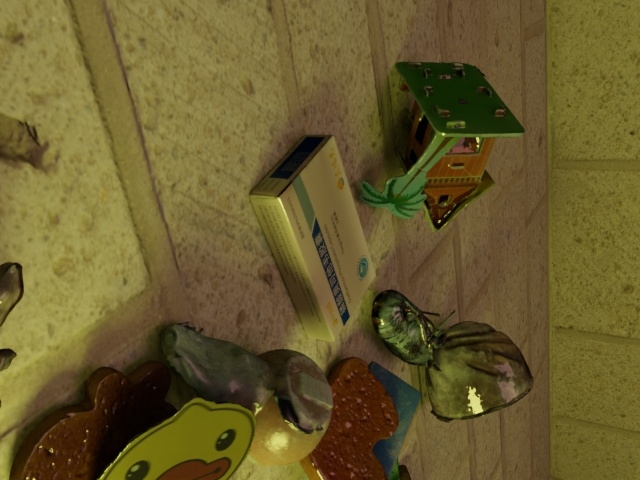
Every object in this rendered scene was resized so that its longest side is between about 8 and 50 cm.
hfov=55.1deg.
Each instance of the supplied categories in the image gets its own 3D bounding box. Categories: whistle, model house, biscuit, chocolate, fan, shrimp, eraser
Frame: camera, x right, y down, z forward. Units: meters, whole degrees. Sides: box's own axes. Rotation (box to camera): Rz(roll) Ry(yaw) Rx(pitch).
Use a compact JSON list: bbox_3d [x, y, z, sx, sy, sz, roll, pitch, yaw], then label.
[{"bbox_3d":[-0.117,0.233,0.934,0.348,0.189,0.189,38,62,-34],"label":"whistle"},{"bbox_3d":[0.217,-0.203,1.410,0.300,0.340,0.323,-108,-160,-45],"label":"model house"},{"bbox_3d":[-0.275,0.247,0.766,0.236,0.039,0.179,-30,124,-52],"label":"biscuit"},{"bbox_3d":[0.074,0.403,1.239,0.262,0.052,0.277,48,46,-12],"label":"biscuit"},{"bbox_3d":[0.405,0.333,1.678,0.303,0.303,0.213,-23,92,-54],"label":"chocolate"},{"bbox_3d":[-0.195,0.331,0.821,0.230,0.011,0.335,-8,125,-38],"label":"fan"},{"bbox_3d":[0.241,0.226,1.464,0.372,0.172,0.137,34,61,-47],"label":"shrimp"},{"bbox_3d":[0.104,0.422,1.311,0.311,0.144,0.042,-58,-176,-37],"label":"eraser"}]

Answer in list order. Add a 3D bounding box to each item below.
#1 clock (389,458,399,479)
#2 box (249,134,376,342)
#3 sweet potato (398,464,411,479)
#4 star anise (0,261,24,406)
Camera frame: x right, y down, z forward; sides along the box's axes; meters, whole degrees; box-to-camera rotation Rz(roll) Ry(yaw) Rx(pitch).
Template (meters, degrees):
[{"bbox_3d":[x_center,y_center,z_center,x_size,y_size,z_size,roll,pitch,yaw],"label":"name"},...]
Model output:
[{"bbox_3d":[0.116,0.573,1.387,0.194,0.100,0.195,-10,105,-59],"label":"clock"},{"bbox_3d":[0.000,0.000,1.138,0.200,0.065,0.343,-53,136,-39],"label":"box"},{"bbox_3d":[0.208,0.726,1.592,0.075,0.075,0.273,4,87,-58],"label":"sweet potato"},{"bbox_3d":[-0.363,0.111,0.554,0.236,0.093,0.229,-53,137,-37],"label":"star anise"}]
